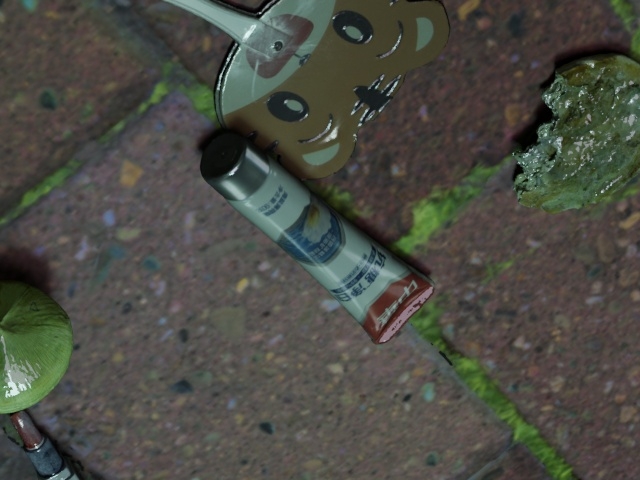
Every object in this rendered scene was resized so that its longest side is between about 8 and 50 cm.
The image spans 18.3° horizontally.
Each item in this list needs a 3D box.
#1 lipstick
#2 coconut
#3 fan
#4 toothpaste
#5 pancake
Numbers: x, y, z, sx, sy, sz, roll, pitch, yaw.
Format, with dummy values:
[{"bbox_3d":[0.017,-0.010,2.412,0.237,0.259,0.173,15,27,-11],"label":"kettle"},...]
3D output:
[{"bbox_3d":[-0.188,0.153,1.374,0.025,0.025,0.107,-29,128,-4],"label":"lipstick"},{"bbox_3d":[-0.200,0.067,1.256,0.088,0.088,0.096,-20,162,-13],"label":"coconut"},{"bbox_3d":[-0.027,-0.124,1.244,0.226,0.008,0.152,25,112,-41],"label":"fan"},{"bbox_3d":[0.000,0.000,1.342,0.062,0.039,0.239,-47,136,3],"label":"toothpaste"},{"bbox_3d":[0.189,-0.072,1.394,0.116,0.022,0.129,7,122,-35],"label":"pancake"}]
